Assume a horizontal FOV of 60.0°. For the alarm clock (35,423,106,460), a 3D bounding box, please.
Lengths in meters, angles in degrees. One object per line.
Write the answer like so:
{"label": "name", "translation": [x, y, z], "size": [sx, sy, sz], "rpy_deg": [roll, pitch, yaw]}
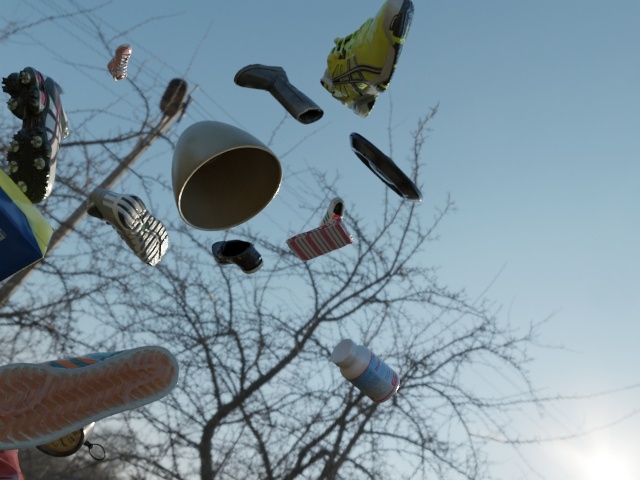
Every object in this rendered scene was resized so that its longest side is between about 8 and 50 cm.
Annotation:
{"label": "alarm clock", "translation": [-0.510, 0.379, 1.122], "size": [0.192, 0.064, 0.129], "rpy_deg": [41, -73, -1]}

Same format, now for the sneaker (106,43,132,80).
{"label": "sneaker", "translation": [-0.635, -0.566, 1.778], "size": [0.134, 0.051, 0.070], "rpy_deg": [-32, -102, 39]}

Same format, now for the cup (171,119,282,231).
{"label": "cup", "translation": [-0.314, -0.226, 1.672], "size": [0.237, 0.331, 0.331], "rpy_deg": [55, -20, 30]}

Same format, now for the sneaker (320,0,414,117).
{"label": "sneaker", "translation": [0.090, -0.395, 1.214], "size": [0.147, 0.145, 0.384], "rpy_deg": [24, -19, -5]}

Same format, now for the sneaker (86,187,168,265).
{"label": "sneaker", "translation": [-0.411, -0.040, 1.165], "size": [0.132, 0.086, 0.228], "rpy_deg": [22, -29, 17]}

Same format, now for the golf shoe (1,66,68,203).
{"label": "golf shoe", "translation": [-0.561, -0.208, 1.128], "size": [0.105, 0.272, 0.120], "rpy_deg": [-2, 0, 18]}

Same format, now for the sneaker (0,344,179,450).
{"label": "sneaker", "translation": [-0.356, 0.215, 0.763], "size": [0.302, 0.108, 0.121], "rpy_deg": [-3, -14, -39]}

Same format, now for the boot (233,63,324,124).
{"label": "boot", "translation": [-0.116, -0.401, 1.541], "size": [0.208, 0.190, 0.076], "rpy_deg": [58, -35, 21]}

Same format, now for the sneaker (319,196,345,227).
{"label": "sneaker", "translation": [0.038, -0.065, 1.818], "size": [0.057, 0.161, 0.075], "rpy_deg": [21, 3, -9]}

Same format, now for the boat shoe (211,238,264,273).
{"label": "boat shoe", "translation": [-0.137, 0.016, 0.873], "size": [0.133, 0.049, 0.042], "rpy_deg": [16, -39, 53]}

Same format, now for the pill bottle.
{"label": "pill bottle", "translation": [0.101, 0.297, 1.275], "size": [0.160, 0.087, 0.087], "rpy_deg": [43, -34, -23]}

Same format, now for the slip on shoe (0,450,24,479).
{"label": "slip on shoe", "translation": [-0.506, 0.300, 0.817], "size": [0.123, 0.101, 0.331], "rpy_deg": [25, -8, -37]}

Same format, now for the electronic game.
{"label": "electronic game", "translation": [0.153, -0.170, 1.297], "size": [0.229, 0.048, 0.229], "rpy_deg": [42, 5, -4]}

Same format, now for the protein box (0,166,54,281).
{"label": "protein box", "translation": [-0.630, -0.019, 0.978], "size": [0.199, 0.201, 0.136], "rpy_deg": [60, -3, -28]}

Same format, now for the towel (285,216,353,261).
{"label": "towel", "translation": [0.000, 0.000, 1.808], "size": [0.197, 0.029, 0.144], "rpy_deg": [-21, -34, 10]}
